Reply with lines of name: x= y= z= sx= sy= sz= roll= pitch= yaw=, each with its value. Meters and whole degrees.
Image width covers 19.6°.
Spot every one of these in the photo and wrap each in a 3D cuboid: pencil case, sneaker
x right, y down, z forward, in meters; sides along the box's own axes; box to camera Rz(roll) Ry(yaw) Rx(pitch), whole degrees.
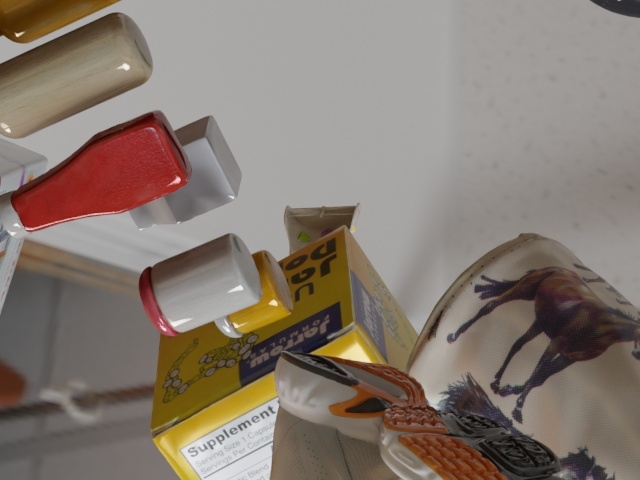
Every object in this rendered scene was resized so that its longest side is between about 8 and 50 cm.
pencil case: x=0.238 y=0.189 z=1.321 sx=0.410 sy=0.160 sz=0.183 roll=48 pitch=-45 yaw=25
sneaker: x=0.047 y=0.151 z=1.048 sx=0.262 sy=0.099 sz=0.121 roll=27 pitch=-73 yaw=63

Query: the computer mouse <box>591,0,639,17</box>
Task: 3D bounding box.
computer mouse: x=0.279 y=-0.272 z=1.544 sx=0.188 sy=0.272 sz=0.072 roll=14 pitch=-107 yaw=6

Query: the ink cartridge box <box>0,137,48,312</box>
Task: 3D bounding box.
ink cartridge box: x=-0.244 y=-0.004 z=1.039 sx=0.176 sy=0.127 sz=0.128 roll=-71 pitch=180 yaw=-82

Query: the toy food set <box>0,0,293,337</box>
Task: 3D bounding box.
toy food set: x=-0.110 y=-0.032 z=0.967 sx=0.104 sy=0.232 sz=0.111 roll=-22 pitch=-160 yaw=11

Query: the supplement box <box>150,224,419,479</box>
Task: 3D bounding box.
supplement box: x=0.032 y=0.204 z=1.584 sx=0.194 sy=0.356 sz=0.195 roll=-28 pitch=-157 yaw=10

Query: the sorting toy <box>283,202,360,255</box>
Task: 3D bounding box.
sorting toy: x=0.000 y=0.000 z=1.963 sx=0.083 sy=0.045 sz=0.075 roll=-2 pitch=-137 yaw=19
